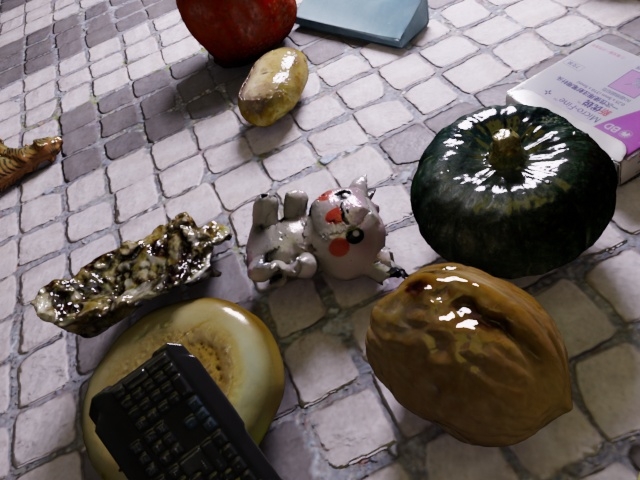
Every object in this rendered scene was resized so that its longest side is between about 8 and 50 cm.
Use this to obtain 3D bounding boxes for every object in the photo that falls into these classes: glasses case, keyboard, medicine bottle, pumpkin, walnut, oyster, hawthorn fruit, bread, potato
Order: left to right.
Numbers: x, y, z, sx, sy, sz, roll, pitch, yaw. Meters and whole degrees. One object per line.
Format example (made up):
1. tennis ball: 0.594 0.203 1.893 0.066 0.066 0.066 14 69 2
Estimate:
1. oyster: -0.208 0.032 0.613 0.214 0.083 0.223 -28 10 -10
2. bread: -0.139 0.162 0.525 0.214 0.104 0.213 -4 63 9
3. keyboard: -0.089 0.217 0.434 0.106 0.016 0.262 -37 84 -11
4. hawthorn fruit: -0.165 -0.463 0.952 0.215 0.249 0.215 -30 32 22
5. potato: -0.078 -0.259 0.855 0.107 0.080 0.170 4 59 20
6. glasses case: 0.076 -0.434 0.972 0.266 0.056 0.105 28 90 34
7. walnut: 0.136 0.103 0.461 0.184 0.155 0.155 24 64 37
8. pumpkin: 0.206 -0.059 0.557 0.212 0.152 0.211 -6 66 15
9. medicine bottle: 0.374 -0.172 0.661 0.171 0.052 0.201 -30 48 -6

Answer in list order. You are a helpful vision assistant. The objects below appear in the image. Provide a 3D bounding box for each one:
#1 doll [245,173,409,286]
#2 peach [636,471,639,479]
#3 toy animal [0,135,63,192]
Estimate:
1. doll: 0.000 0.000 0.617 0.192 0.095 0.149 -12 57 7
2. peach: 0.328 0.164 0.243 0.315 0.315 0.281 -16 36 23
3. toy animal: -0.598 -0.134 0.941 0.241 0.056 0.099 -39 52 -15
